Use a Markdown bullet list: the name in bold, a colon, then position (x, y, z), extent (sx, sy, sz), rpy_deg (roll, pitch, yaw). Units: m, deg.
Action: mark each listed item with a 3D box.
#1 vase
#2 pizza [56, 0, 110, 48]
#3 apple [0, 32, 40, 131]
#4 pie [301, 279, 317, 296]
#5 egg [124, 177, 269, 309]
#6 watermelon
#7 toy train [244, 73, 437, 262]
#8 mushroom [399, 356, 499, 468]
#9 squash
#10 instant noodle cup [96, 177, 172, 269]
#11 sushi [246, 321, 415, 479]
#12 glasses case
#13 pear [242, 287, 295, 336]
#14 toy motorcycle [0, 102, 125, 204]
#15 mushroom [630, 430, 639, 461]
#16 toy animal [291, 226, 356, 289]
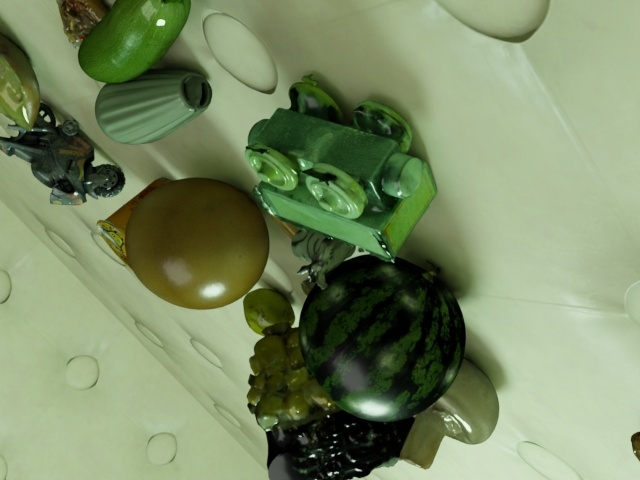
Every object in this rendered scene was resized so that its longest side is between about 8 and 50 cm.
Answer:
- **vase**: position (-0.278, -0.231, 1.437), extent (0.248, 0.128, 0.128), rpy_deg (-3, 132, 47)
- **pizza**: position (-0.430, -0.389, 1.478), extent (0.185, 0.052, 0.195), rpy_deg (42, 158, 7)
- **apple**: position (-0.698, -0.385, 1.835), extent (0.265, 0.120, 0.193), rpy_deg (35, 144, 6)
- **pie**: position (-0.005, 0.110, 1.755), extent (0.084, 0.020, 0.084), rpy_deg (36, 158, 17)
- **egg**: position (-0.242, 0.004, 1.627), extent (0.322, 0.250, 0.250), rpy_deg (8, 142, 45)
- **watermelon**: position (0.098, 0.151, 1.338), extent (0.269, 0.269, 0.269), rpy_deg (34, 157, 17)
- **toy train**: position (0.023, -0.095, 1.165), extent (0.271, 0.159, 0.188), rpy_deg (21, 156, 35)
- **mushroom**: position (0.207, 0.309, 1.527), extent (0.207, 0.215, 0.207), rpy_deg (27, 157, 13)
- **squash**: position (-0.280, -0.315, 1.292), extent (0.107, 0.107, 0.395), rpy_deg (48, 153, -16)
- **instant noodle cup**: position (-0.354, -0.021, 1.869), extent (0.216, 0.172, 0.216), rpy_deg (33, 156, 17)
- **sushi**: position (0.026, 0.297, 1.699), extent (0.328, 0.328, 0.285), rpy_deg (-11, 103, 17)
- **glasses case**: position (-0.026, -0.007, 1.545), extent (0.170, 0.041, 0.064), rpy_deg (47, 168, -15)
- **pear**: position (-0.117, 0.165, 1.924), extent (0.131, 0.107, 0.107), rpy_deg (40, 159, 23)
- **toy motorcycle**: position (-0.608, -0.185, 1.980), extent (0.307, 0.173, 0.108), rpy_deg (40, 159, -1)
- **mushroom**: position (0.519, 0.325, 1.267), extent (0.123, 0.052, 0.123), rpy_deg (42, 163, 16)
- **toy animal**: position (0.004, 0.004, 1.338), extent (0.073, 0.176, 0.217), rpy_deg (49, 158, -17)
